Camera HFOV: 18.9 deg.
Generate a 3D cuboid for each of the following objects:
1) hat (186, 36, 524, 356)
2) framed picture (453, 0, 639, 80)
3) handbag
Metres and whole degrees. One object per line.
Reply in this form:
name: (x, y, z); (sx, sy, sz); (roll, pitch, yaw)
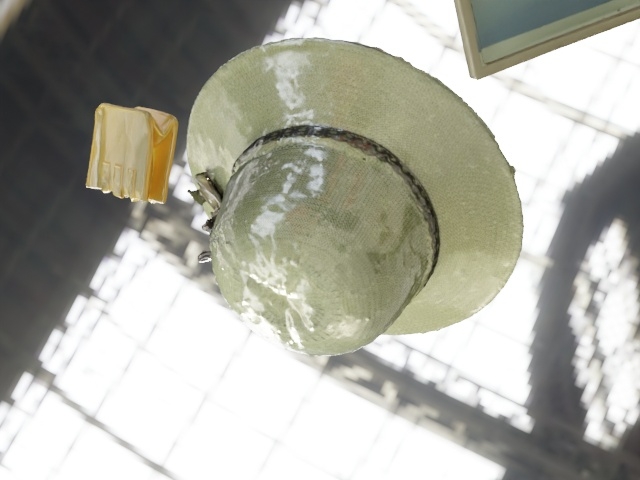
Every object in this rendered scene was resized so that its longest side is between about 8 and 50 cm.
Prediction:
hat: (0.000, 0.000, 1.313); (0.130, 0.257, 0.257); (-58, -23, -47)
framed picture: (0.142, -0.167, 1.116); (0.149, 0.011, 0.109); (-22, -67, -16)
handbag: (-0.122, -0.056, 1.244); (0.027, 0.083, 0.061); (5, -83, -29)
